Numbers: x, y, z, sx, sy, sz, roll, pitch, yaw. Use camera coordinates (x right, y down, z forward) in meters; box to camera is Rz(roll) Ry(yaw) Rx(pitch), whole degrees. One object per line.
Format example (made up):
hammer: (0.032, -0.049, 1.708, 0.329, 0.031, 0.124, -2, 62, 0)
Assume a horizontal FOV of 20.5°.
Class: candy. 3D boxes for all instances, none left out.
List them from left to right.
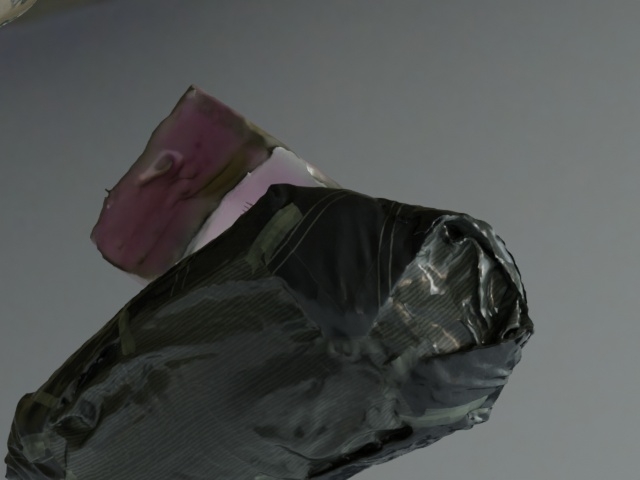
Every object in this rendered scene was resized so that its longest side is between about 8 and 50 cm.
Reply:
candy: (-0.052, 0.002, 1.432, 0.155, 0.116, 0.265, -53, 147, 1)

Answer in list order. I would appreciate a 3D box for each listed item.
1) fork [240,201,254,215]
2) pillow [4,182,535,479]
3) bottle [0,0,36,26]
fork: (0.000, 0.000, 1.209, 0.115, 0.016, 0.012, 21, 176, 4)
pillow: (-0.038, 0.082, 0.939, 0.335, 0.161, 0.092, -38, -167, 30)
bottle: (-0.191, -0.114, 0.765, 0.099, 0.099, 0.152, -12, -160, 29)
